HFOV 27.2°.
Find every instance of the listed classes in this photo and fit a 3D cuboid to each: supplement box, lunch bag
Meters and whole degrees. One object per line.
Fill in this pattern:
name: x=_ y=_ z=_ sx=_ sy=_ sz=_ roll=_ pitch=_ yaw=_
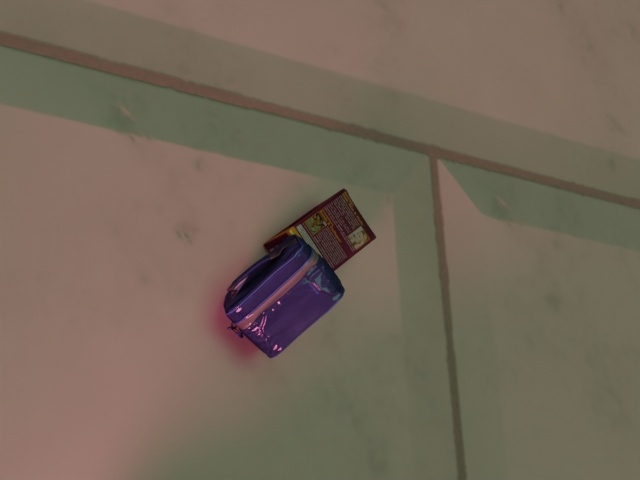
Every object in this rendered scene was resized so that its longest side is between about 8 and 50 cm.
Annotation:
supplement box: x=0.000 y=0.000 z=1.163 sx=0.083 sy=0.043 sz=0.055 roll=-36 pitch=95 yaw=-40
lunch bag: x=-0.037 y=0.045 z=1.088 sx=0.098 sy=0.067 sz=0.065 roll=-42 pitch=103 yaw=1
